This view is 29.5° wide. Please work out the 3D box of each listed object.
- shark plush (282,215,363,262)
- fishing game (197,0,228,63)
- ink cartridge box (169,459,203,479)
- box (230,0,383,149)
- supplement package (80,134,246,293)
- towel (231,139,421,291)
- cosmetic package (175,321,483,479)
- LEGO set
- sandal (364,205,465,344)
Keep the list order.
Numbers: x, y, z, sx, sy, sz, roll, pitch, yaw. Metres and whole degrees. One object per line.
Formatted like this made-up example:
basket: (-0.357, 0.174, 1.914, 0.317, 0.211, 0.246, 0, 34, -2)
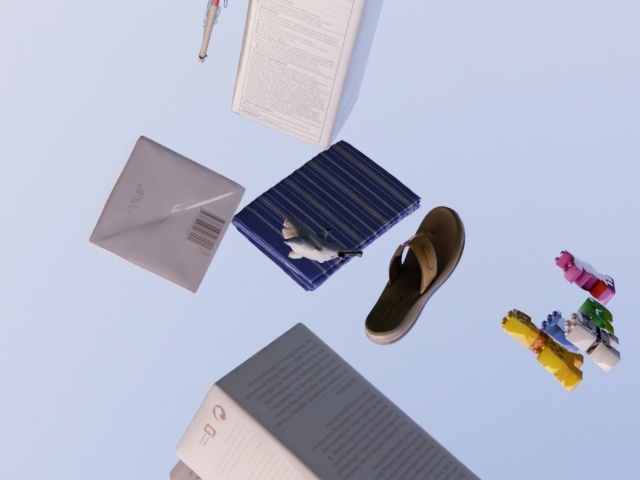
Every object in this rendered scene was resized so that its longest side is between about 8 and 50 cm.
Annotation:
shark plush: (0.000, 0.000, 2.296, 0.161, 0.073, 0.067, 11, -115, 23)
fishing game: (-0.107, -0.340, 1.463, 0.041, 0.189, 0.264, 13, -131, -10)
ink cartridge box: (-0.156, 0.395, 1.867, 0.189, 0.066, 0.232, -51, -153, 26)
box: (-0.007, -0.277, 1.484, 0.148, 0.311, 0.121, 24, -132, 6)
supplement package: (-0.249, -0.041, 1.871, 0.177, 0.175, 0.293, -64, -167, -3)
towel: (0.013, -0.056, 2.483, 0.243, 0.040, 0.336, 39, -122, 23)
cosmetic package: (0.049, 0.347, 1.696, 0.453, 0.161, 0.230, 40, -145, 14)
LEGO set: (0.244, 0.082, 1.261, 0.087, 0.093, 0.227, -53, -179, 20)
sandal: (0.100, 0.031, 1.331, 0.072, 0.049, 0.180, 14, -118, 46)
